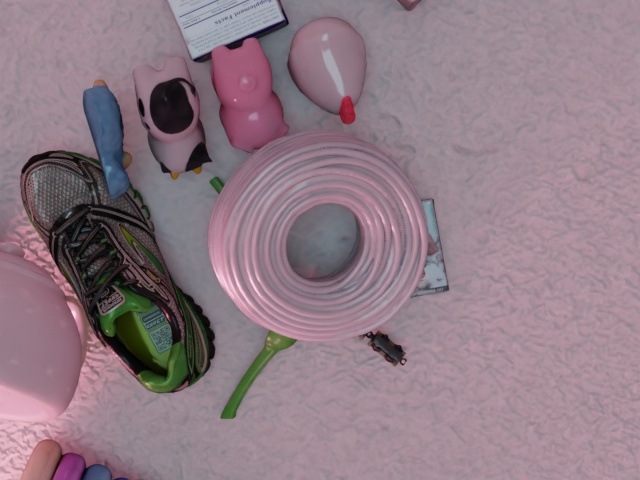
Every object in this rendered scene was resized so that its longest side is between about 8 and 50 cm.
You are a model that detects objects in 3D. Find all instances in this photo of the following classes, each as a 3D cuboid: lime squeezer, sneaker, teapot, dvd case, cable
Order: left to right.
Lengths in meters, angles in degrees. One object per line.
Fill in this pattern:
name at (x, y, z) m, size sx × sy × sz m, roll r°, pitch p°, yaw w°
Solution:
teapot at (-0.381, 0.094, 1.460) m, size 0.253 × 0.256 × 0.187 m, roll 19°, pitch 67°, yaw -14°
sneaker at (-0.247, 0.034, 1.533) m, size 0.134 × 0.146 × 0.343 m, roll -36°, pitch 92°, yaw 5°
lime squeezer at (-0.077, 0.072, 1.586) m, size 0.110 × 0.059 × 0.310 m, roll 1°, pitch 98°, yaw 32°
cable at (0.000, 0.000, 1.492) m, size 0.257 × 0.089 × 0.257 m, roll -32°, pitch 111°, yaw -4°
dvd case at (0.110, 0.013, 1.585) m, size 0.087 × 0.013 × 0.119 m, roll -10°, pitch 96°, yaw 3°

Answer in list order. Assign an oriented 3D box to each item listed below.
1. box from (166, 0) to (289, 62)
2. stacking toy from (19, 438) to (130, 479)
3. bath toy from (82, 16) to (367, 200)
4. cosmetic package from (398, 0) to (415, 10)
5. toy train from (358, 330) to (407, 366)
box at (-0.123, -0.303, 1.534) m, size 0.126 × 0.072 × 0.137 m, roll -23°, pitch 93°, yaw 4°
stacking toy at (-0.226, 0.372, 1.581) m, size 0.330 × 0.141 × 0.141 m, roll 23°, pitch 96°, yaw -6°
bath toy at (-0.103, -0.158, 1.517) m, size 0.348 × 0.151 × 0.129 m, roll -18°, pitch 74°, yaw -4°
cosmetic package at (0.099, -0.431, 1.483) m, size 0.225 × 0.138 × 0.224 m, roll 41°, pitch 95°, yaw -3°
toy train at (0.044, 0.105, 1.584) m, size 0.158 × 0.036 × 0.027 m, roll 40°, pitch 78°, yaw 0°
